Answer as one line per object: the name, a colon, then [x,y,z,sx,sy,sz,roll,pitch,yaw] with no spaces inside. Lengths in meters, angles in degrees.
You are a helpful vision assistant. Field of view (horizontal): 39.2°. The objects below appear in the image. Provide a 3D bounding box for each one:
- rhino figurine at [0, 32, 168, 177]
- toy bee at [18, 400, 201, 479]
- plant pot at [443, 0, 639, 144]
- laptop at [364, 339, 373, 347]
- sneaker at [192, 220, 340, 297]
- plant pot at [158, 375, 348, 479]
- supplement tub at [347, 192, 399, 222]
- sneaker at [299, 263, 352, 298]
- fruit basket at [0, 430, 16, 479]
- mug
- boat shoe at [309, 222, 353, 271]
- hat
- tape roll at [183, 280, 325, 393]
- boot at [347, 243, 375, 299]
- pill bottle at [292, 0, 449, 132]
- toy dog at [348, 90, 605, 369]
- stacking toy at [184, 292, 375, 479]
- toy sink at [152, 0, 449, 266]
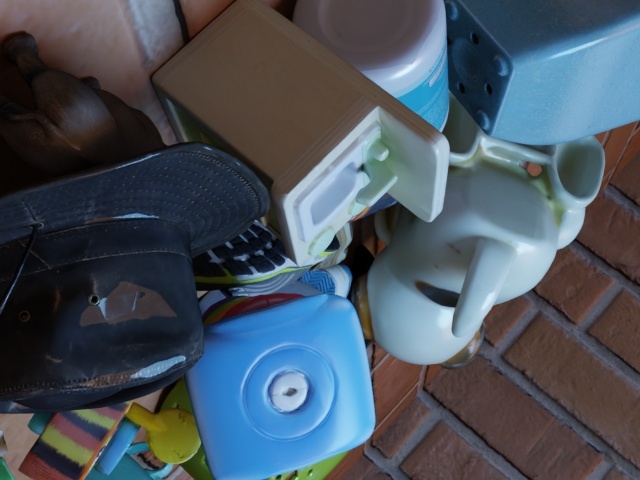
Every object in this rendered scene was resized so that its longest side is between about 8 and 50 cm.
rhino figurine: [-0.162,-0.074,0.684,0.073,0.106,0.243,-51,161,4]
toy bee: [-0.216,0.135,0.894,0.195,0.298,0.162,33,87,-27]
plant pot: [0.287,-0.268,1.150,0.252,0.248,0.247,-26,154,-18]
laptop: [-0.010,0.203,1.693,0.234,0.136,0.264,-45,-174,-14]
sneaker: [-0.090,0.029,1.049,0.121,0.111,0.300,-49,158,24]
plant pot: [-0.077,0.225,1.271,0.228,0.227,0.207,-35,151,-40]
supplement tub: [0.041,-0.080,1.132,0.198,0.106,0.106,-22,147,-54]
sneaker: [-0.021,0.134,1.427,0.228,0.087,0.092,-57,164,26]
fruit basket: [-0.431,0.310,0.796,0.353,0.165,0.327,-23,150,-23]
mug: [-0.283,0.333,1.189,0.158,0.097,0.129,-25,148,-53]
boat shoe: [0.000,0.000,1.261,0.072,0.068,0.190,-33,157,-13]
hat: [-0.180,0.060,0.677,0.331,0.134,0.331,-20,163,-6]
tape roll: [-0.064,0.148,1.146,0.219,0.219,0.072,-35,154,-38]
boot: [0.047,0.070,1.528,0.099,0.045,0.121,-36,151,-16]
pill bottle: [0.062,-0.170,0.948,0.146,0.146,0.264,-48,160,-8]
toy dog: [0.210,0.032,1.344,0.408,0.285,0.395,118,-20,-50]
stacking toy: [-0.076,0.119,0.965,0.175,0.165,0.302,-14,-168,-16]
toy sink: [-0.018,-0.077,0.807,0.131,0.234,0.153,-46,161,-14]
